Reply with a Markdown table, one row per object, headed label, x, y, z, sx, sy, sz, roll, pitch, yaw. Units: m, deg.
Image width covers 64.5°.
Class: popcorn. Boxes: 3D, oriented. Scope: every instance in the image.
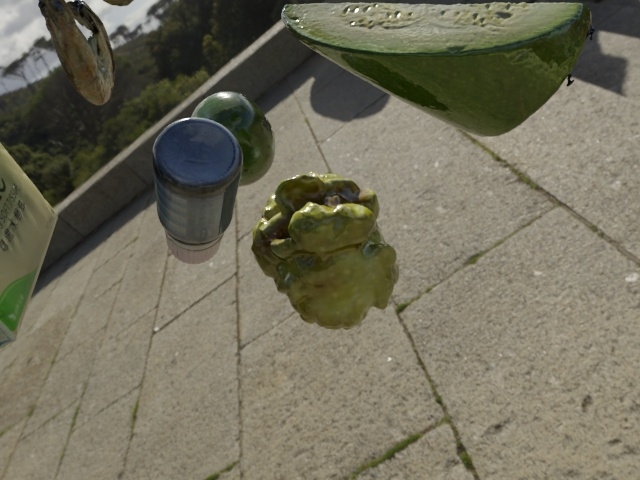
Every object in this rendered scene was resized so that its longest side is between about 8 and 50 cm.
| label | x | y | z | sx | sy | sz | roll | pitch | yaw |
| --- | --- | --- | --- | --- | --- | --- | --- | --- | --- |
| popcorn | 0.000 | 0.000 | 0.827 | 0.234 | 0.242 | 0.250 | -7 | 29 | -24 |

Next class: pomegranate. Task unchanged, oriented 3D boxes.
| label | x | y | z | sx | sy | sz | roll | pitch | yaw |
| --- | --- | --- | --- | --- | --- | --- | --- | --- | --- |
| pomegranate | -0.201 | -0.185 | 1.001 | 0.225 | 0.187 | 0.187 | -21 | 29 | -2 |

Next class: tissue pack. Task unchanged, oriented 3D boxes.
| label | x | y | z | sx | sy | sz | roll | pitch | yaw |
| --- | --- | --- | --- | --- | --- | --- | --- | --- | --- |
| tissue pack | -0.736 | -0.012 | 1.035 | 0.205 | 0.332 | 0.405 | -20 | 41 | 1 |

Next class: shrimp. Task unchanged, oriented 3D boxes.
| label | x | y | z | sx | sy | sz | roll | pitch | yaw |
| --- | --- | --- | --- | --- | --- | --- | --- | --- | --- |
| shrimp | -0.343 | -0.293 | 0.729 | 0.047 | 0.223 | 0.126 | 5 | 65 | 0 |

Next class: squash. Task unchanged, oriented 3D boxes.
| label | x | y | z | sx | sy | sz | roll | pitch | yaw |
| --- | --- | --- | --- | --- | --- | --- | --- | --- | --- |
| squash | 0.111 | -0.221 | 0.550 | 0.203 | 0.288 | 0.111 | -43 | 25 | 51 |

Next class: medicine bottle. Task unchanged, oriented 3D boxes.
| label | x | y | z | sx | sy | sz | roll | pitch | yaw |
| --- | --- | --- | --- | --- | --- | --- | --- | --- | --- |
| medicine bottle | -0.133 | -0.039 | 0.544 | 0.084 | 0.083 | 0.203 | -59 | -1 | -29 |

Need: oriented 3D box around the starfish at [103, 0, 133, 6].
| label | x | y | z | sx | sy | sz | roll | pitch | yaw |
| --- | --- | --- | --- | --- | --- | --- | --- | --- | --- |
| starfish | -0.427 | -0.373 | 0.573 | 0.431 | 0.324 | 0.082 | -24 | 52 | -23 |
